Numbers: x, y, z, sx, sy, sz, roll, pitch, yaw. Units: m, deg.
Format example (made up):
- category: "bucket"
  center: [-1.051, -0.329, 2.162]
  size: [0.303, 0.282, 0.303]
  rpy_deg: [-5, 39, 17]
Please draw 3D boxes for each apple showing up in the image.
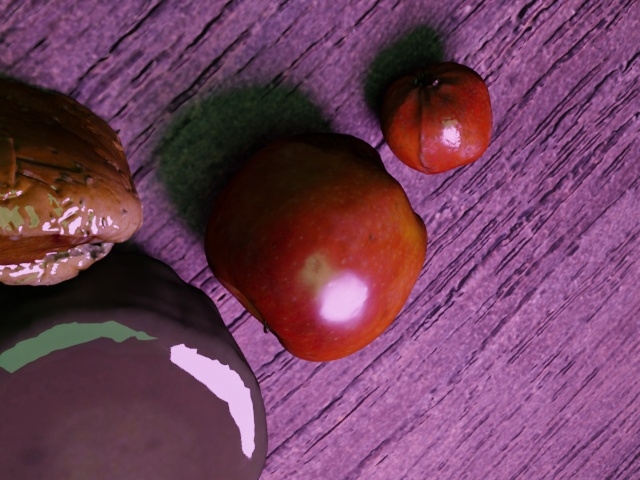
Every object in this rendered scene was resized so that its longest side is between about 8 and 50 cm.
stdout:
- category: "apple"
  center: [0.000, 0.000, 0.978]
  size: [0.230, 0.230, 0.230]
  rpy_deg: [-10, 117, -21]

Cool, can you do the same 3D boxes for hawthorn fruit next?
- category: "hawthorn fruit"
  center: [0.128, -0.131, 1.036]
  size: [0.128, 0.128, 0.128]
  rpy_deg: [-10, 117, -21]

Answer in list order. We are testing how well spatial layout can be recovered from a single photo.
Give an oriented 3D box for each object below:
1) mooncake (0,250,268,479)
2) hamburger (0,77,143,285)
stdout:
- category: "mooncake"
  center: [-0.240, 0.183, 0.963]
  size: [0.357, 0.194, 0.356]
  rpy_deg: [-8, 112, -20]
- category: "hamburger"
  center: [-0.290, -0.050, 0.823]
  size: [0.309, 0.211, 0.132]
  rpy_deg: [10, 113, -30]
